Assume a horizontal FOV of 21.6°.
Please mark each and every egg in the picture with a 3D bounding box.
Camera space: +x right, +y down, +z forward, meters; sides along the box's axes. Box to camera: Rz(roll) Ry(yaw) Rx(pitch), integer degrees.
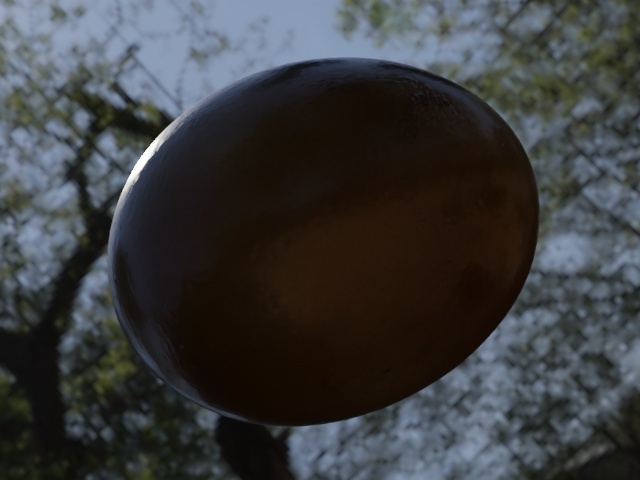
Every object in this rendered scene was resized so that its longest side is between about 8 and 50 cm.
[{"bbox_3d":[0.000,0.000,1.316,0.351,0.282,0.282,-19,-14,25],"label":"egg"}]
